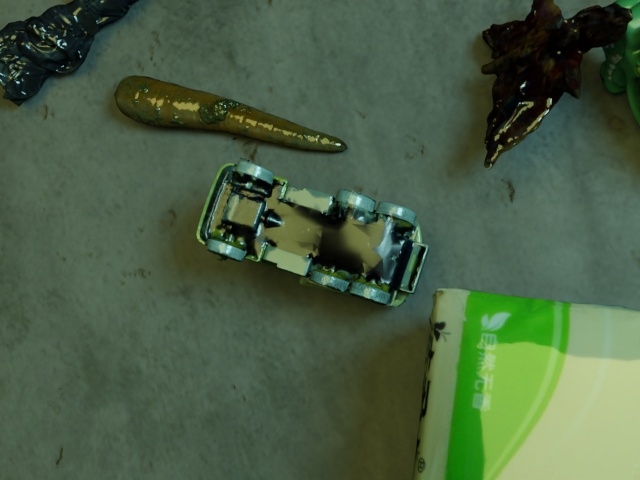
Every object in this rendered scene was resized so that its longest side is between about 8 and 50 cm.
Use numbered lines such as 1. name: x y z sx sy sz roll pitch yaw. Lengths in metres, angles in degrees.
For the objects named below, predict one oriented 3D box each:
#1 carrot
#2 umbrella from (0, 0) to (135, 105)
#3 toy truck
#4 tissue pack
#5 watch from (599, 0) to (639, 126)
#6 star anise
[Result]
1. carrot: -0.092 -0.119 0.943 0.254 0.049 0.049 15 83 17
2. umbrella: -0.251 -0.230 1.010 0.224 0.071 0.080 -34 97 4
3. toy truck: 0.000 0.000 0.842 0.191 0.116 0.085 16 83 13
4. tissue pack: 0.217 0.249 0.657 0.332 0.205 0.405 5 80 15
5. watch: 0.320 -0.142 0.761 0.152 0.131 0.165 -25 70 2
6. star anise: 0.175 -0.133 0.802 0.053 0.212 0.157 18 105 -20
